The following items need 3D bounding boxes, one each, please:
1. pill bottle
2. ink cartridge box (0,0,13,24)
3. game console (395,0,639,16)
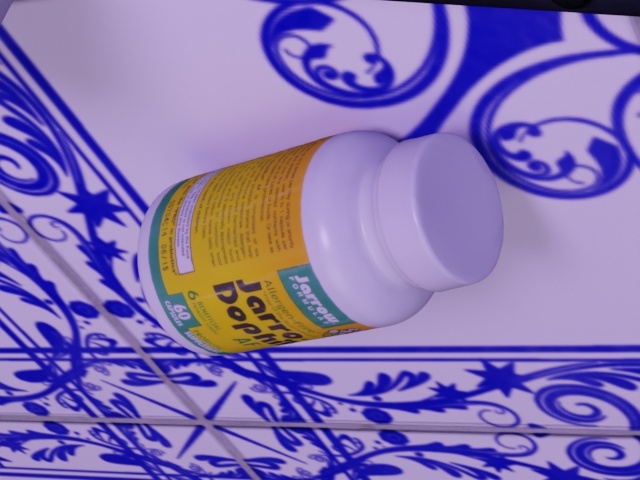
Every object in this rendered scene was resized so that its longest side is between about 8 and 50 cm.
[{"bbox_3d":[0.000,0.000,0.923,0.208,0.117,0.117,-13,137,39],"label":"pill bottle"},{"bbox_3d":[-0.279,-0.147,0.796,0.219,0.160,0.092,13,146,7],"label":"ink cartridge box"},{"bbox_3d":[0.012,-0.216,0.590,0.342,0.060,0.386,4,152,27],"label":"game console"}]
